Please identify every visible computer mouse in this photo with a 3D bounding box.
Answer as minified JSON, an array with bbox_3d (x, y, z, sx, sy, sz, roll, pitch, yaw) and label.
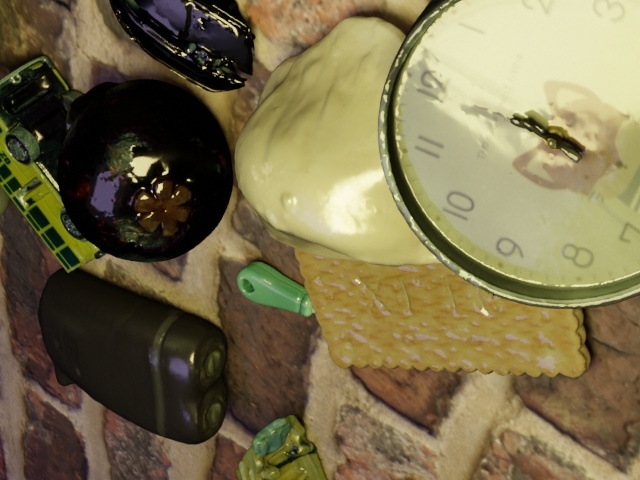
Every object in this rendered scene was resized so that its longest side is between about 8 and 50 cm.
[{"bbox_3d":[-0.170,-0.258,1.513,0.241,0.077,0.146,43,146,7],"label":"computer mouse"}]

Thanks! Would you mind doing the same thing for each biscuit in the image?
[{"bbox_3d":[0.126,0.053,1.467,0.325,0.044,0.217,-2,121,32],"label":"biscuit"}]

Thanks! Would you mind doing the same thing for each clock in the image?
[{"bbox_3d":[0.207,-0.092,1.174,0.325,0.067,0.325,8,116,17],"label":"clock"}]

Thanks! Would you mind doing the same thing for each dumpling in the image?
[{"bbox_3d":[0.019,-0.107,1.359,0.318,0.187,0.243,35,130,34],"label":"dumpling"}]

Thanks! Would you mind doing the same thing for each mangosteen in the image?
[{"bbox_3d":[-0.214,-0.087,1.618,0.243,0.243,0.243,27,139,27],"label":"mangosteen"}]

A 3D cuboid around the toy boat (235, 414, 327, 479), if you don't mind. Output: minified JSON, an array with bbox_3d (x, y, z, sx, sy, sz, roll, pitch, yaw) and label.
[{"bbox_3d":[-0.045,0.364,1.924,0.084,0.111,0.276,13,133,46],"label":"toy boat"}]

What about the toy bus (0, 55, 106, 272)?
[{"bbox_3d":[-0.356,-0.099,1.808,0.262,0.128,0.150,54,144,-8],"label":"toy bus"}]

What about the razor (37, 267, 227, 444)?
[{"bbox_3d":[-0.282,0.167,1.972,0.349,0.113,0.204,18,123,35],"label":"razor"}]

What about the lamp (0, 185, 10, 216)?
[{"bbox_3d":[-0.520,-0.073,2.021,0.105,0.105,0.105,27,139,27],"label":"lamp"}]

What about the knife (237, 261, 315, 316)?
[{"bbox_3d":[0.008,0.082,1.685,0.260,0.034,0.063,19,129,25],"label":"knife"}]

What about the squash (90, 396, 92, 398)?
[{"bbox_3d":[-0.298,0.239,2.108,0.219,0.068,0.077,18,142,35],"label":"squash"}]
